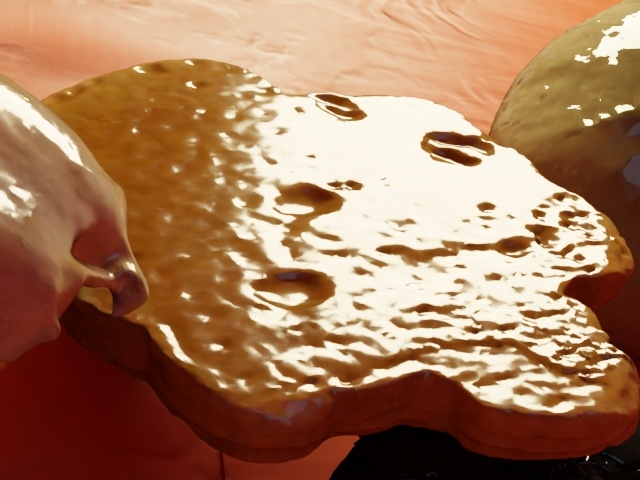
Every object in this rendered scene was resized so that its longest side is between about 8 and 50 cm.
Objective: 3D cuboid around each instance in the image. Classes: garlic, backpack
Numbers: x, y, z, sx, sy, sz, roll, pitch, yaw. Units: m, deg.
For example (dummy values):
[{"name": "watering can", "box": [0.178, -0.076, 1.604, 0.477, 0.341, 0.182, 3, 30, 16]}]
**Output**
[{"name": "garlic", "box": [-0.198, -0.002, 0.632, 0.228, 0.110, 0.217, -15, 50, -2]}, {"name": "backpack", "box": [0.090, 0.124, 0.721, 0.165, 0.106, 0.120, -18, 68, -36]}]

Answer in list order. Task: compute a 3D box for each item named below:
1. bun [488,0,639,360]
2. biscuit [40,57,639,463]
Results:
[{"name": "bun", "box": [0.233, -0.044, 0.907, 0.273, 0.168, 0.273, 10, 54, -14]}, {"name": "biscuit", "box": [0.000, 0.004, 0.742, 0.269, 0.051, 0.376, -24, 42, -35]}]
